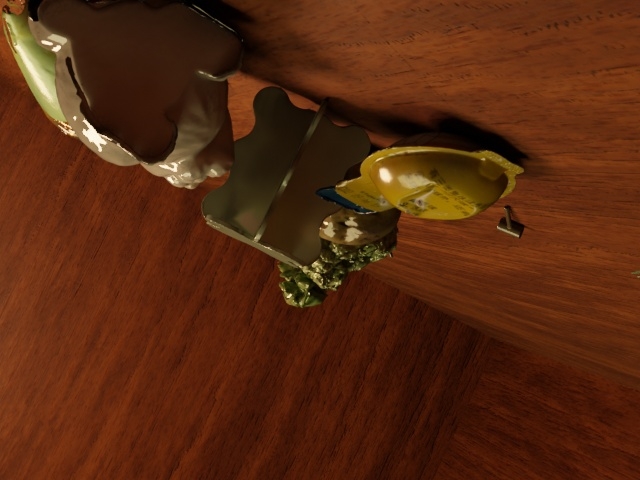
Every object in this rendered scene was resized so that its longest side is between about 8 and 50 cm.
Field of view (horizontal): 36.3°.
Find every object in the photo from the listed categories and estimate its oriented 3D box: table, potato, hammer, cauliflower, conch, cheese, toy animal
[{"bbox_3d":[-0.043,-0.083,1.249,0.166,0.198,0.166,25,175,2],"label":"table"},{"bbox_3d":[0.026,-0.075,1.428,0.200,0.137,0.155,18,134,46],"label":"potato"},{"bbox_3d":[0.263,-0.031,1.358,0.035,0.019,0.110,24,170,19],"label":"hammer"},{"bbox_3d":[0.000,0.000,1.637,0.272,0.250,0.275,24,-157,27],"label":"cauliflower"},{"bbox_3d":[-0.412,-0.291,1.485,0.137,0.143,0.251,-7,141,28],"label":"conch"},{"bbox_3d":[0.106,-0.064,1.105,0.177,0.069,0.270,21,158,-36],"label":"cheese"},{"bbox_3d":[-0.198,-0.172,1.148,0.258,0.194,0.357,49,174,-3],"label":"toy animal"}]

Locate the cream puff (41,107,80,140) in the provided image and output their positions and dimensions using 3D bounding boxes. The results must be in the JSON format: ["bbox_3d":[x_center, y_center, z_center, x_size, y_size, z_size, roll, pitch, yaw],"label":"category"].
[{"bbox_3d":[-0.420,-0.257,1.786,0.189,0.129,0.189,28,-160,-11],"label":"cream puff"}]

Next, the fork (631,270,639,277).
[{"bbox_3d":[0.471,0.057,1.157,0.039,0.021,0.235,24,176,-31],"label":"fork"}]

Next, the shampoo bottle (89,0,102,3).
[{"bbox_3d":[-0.291,-0.271,1.343,0.102,0.064,0.260,33,176,3],"label":"shampoo bottle"}]
